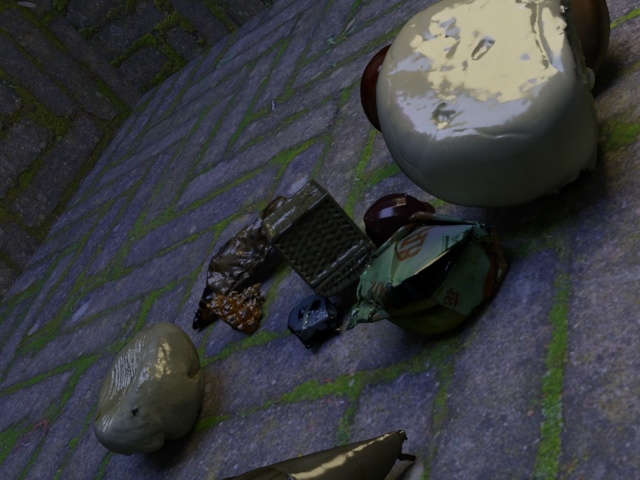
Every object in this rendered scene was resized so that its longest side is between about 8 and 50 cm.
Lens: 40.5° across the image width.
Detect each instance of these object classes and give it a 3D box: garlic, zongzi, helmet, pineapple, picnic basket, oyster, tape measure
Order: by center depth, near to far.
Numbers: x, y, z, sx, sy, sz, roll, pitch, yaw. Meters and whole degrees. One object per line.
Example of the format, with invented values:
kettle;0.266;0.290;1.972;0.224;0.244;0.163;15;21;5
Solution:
zongzi;-0.133;0.372;1.165;0.418;0.181;0.447;-39;17;-25
garlic;0.335;-0.293;1.430;0.338;0.196;0.151;-55;11;24
tape measure;-0.010;0.133;1.446;0.091;0.054;0.094;-35;28;7
helmet;0.126;-0.042;1.488;0.123;0.070;0.098;-34;26;24
picnic basket;0.000;0.000;1.491;0.134;0.154;0.196;-40;14;0
pineapple;-0.146;0.130;1.668;0.114;0.077;0.114;28;59;29
oyster;-0.166;0.045;1.756;0.345;0.079;0.128;-51;28;13

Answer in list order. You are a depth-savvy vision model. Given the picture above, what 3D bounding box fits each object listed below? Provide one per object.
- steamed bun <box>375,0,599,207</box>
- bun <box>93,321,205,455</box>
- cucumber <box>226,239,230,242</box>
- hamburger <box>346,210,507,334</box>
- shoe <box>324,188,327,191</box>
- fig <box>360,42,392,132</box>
steamed bun;0.248;-0.198;1.279;0.312;0.233;0.333;-7;58;25
bun;-0.292;0.270;1.552;0.259;0.160;0.259;-46;28;34
cucumber;-0.201;0.043;1.901;0.037;0.037;0.155;-32;28;27
hamburger;0.137;0.061;1.253;0.235;0.125;0.214;-51;19;-21
shoe;-0.027;-0.029;1.720;0.077;0.074;0.194;-55;17;37
fig;0.193;-0.268;1.588;0.235;0.214;0.235;-24;23;11
